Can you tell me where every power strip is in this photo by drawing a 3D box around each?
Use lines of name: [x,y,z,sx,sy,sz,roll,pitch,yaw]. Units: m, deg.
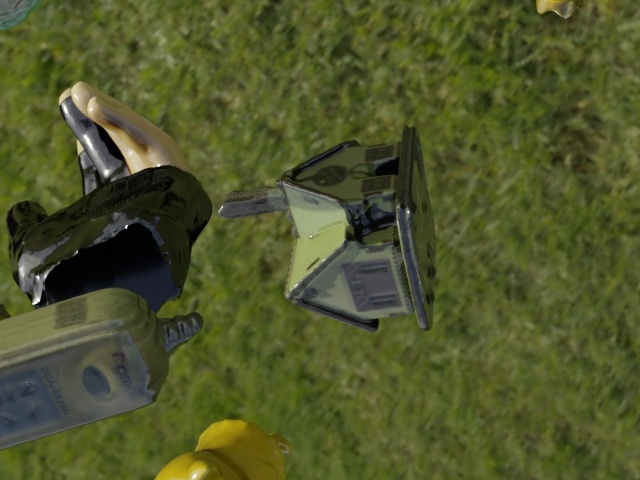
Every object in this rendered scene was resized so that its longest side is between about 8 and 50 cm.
power strip: [-0.271,0.121,1.034,0.387,0.066,0.092,-18,123,1]

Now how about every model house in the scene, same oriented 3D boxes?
model house: [0.000,0.000,1.731,0.278,0.218,0.205,-7,126,11]

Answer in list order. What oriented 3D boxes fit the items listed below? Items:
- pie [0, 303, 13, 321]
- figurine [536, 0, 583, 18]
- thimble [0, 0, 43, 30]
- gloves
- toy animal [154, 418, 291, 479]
pie: [-0.354,0.106,1.349,0.282,0.128,0.068,33,140,51]
figurine: [0.271,-0.335,1.505,0.127,0.185,0.234,29,129,4]
thimble: [-0.428,-0.360,1.651,0.219,0.150,0.219,-12,136,-12]
gloves: [-0.202,-0.029,1.251,0.197,0.301,0.152,-29,136,10]
toy animal: [-0.129,0.310,1.804,0.156,0.230,0.156,6,103,30]
